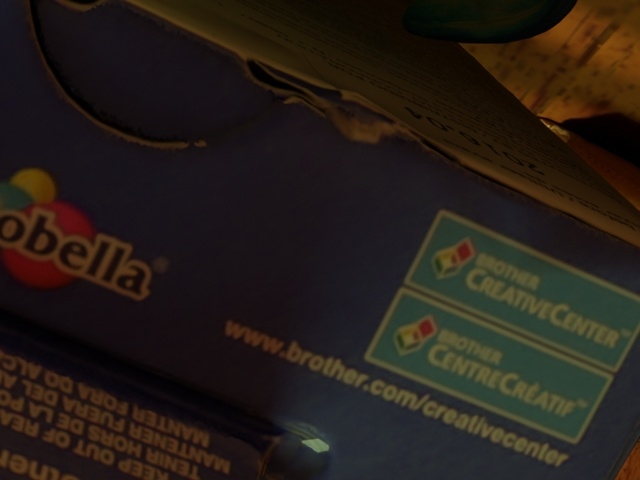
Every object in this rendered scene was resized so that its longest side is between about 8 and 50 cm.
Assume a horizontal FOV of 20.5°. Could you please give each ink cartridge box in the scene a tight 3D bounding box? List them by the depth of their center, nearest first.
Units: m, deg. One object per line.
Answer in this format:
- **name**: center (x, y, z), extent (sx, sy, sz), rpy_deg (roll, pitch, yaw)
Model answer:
- **ink cartridge box**: center (-0.083, -0.025, 0.459), extent (0.270, 0.151, 0.395), rpy_deg (24, -168, -18)

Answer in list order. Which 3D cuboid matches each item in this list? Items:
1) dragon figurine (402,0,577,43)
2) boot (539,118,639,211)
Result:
- **dragon figurine**: center (0.032, -0.103, 0.441), extent (0.144, 0.085, 0.289), rpy_deg (28, 171, -23)
- **boot**: center (0.171, 0.023, 0.924), extent (0.211, 0.104, 0.295), rpy_deg (30, 168, 1)
